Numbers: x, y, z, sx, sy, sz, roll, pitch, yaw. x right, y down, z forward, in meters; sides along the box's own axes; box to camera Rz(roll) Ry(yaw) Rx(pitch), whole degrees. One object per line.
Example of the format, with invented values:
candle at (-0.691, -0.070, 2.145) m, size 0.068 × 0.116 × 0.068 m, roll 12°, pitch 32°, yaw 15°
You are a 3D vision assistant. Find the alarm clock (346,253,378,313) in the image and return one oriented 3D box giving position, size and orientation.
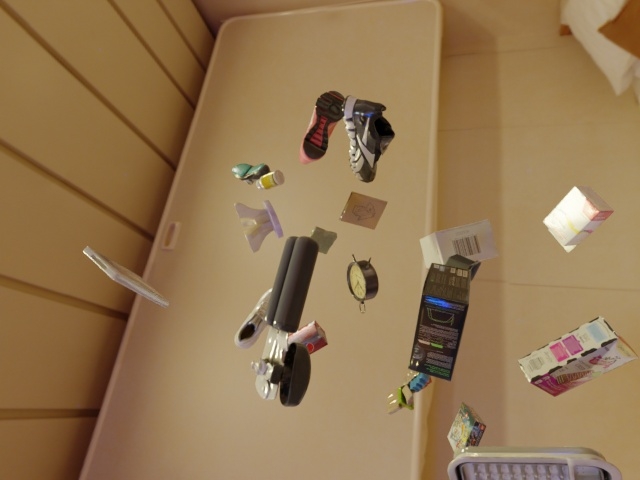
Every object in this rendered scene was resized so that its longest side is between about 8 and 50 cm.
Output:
alarm clock at (0.138, 0.148, 1.304) m, size 0.129 × 0.064 × 0.192 m, roll -148°, pitch 55°, yaw -61°

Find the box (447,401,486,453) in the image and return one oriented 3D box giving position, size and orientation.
box at (0.562, 0.742, 1.556) m, size 0.159 × 0.044 × 0.233 m, roll -65°, pitch -10°, yaw -1°

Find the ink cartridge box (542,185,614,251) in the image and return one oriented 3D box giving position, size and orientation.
ink cartridge box at (0.794, -0.062, 1.268) m, size 0.198 × 0.067 × 0.115 m, roll 108°, pitch 150°, yaw -46°

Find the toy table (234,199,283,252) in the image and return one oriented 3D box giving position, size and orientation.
toy table at (-0.284, -0.080, 1.872) m, size 0.274 × 0.160 × 0.252 m, roll -141°, pitch 31°, yaw -74°

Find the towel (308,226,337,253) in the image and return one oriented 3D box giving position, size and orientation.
towel at (0.000, 0.000, 1.680) m, size 0.148 × 0.110 × 0.027 m, roll 120°, pitch 165°, yaw -49°

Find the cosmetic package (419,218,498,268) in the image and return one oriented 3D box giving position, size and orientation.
cosmetic package at (0.609, 0.028, 1.830) m, size 0.453 × 0.230 × 0.162 m, roll 36°, pitch -140°, yaw -83°

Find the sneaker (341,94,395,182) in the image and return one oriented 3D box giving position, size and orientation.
sneaker at (0.120, -0.220, 0.921) m, size 0.078 × 0.106 × 0.234 m, roll -62°, pitch -30°, yaw -33°

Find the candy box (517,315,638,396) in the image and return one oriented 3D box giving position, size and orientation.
candy box at (0.660, 0.306, 1.035) m, size 0.159 × 0.233 × 0.071 m, roll 31°, pitch -151°, yaw -32°

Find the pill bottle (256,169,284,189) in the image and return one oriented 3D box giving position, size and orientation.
pill bottle at (-0.211, -0.247, 1.667) m, size 0.065 × 0.116 × 0.065 m, roll 24°, pitch -121°, yaw -48°

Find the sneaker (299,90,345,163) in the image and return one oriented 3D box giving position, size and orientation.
sneaker at (-0.008, -0.422, 1.501) m, size 0.314 × 0.116 × 0.136 m, roll -65°, pitch 15°, yaw -17°

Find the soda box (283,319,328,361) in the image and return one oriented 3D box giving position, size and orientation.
soda box at (-0.104, 0.455, 1.721) m, size 0.092 × 0.263 × 0.083 m, roll 55°, pitch -171°, yaw -31°

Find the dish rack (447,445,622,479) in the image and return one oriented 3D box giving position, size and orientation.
dish rack at (0.473, 0.560, 0.902) m, size 0.072 × 0.332 × 0.286 m, roll -61°, pitch -44°, yaw -60°

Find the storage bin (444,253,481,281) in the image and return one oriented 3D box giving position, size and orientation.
storage bin at (0.494, 0.102, 1.420) m, size 0.135 × 0.091 × 0.098 m, roll -8°, pitch -57°, yaw -54°

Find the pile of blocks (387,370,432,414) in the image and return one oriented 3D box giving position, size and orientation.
pile of blocks at (0.471, 0.718, 1.956) m, size 0.362 × 0.112 × 0.149 m, roll -55°, pitch 16°, yaw 11°

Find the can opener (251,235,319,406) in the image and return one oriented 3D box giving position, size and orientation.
can opener at (-0.051, 0.132, 0.685) m, size 0.093 × 0.074 × 0.281 m, roll 15°, pitch -98°, yaw -33°

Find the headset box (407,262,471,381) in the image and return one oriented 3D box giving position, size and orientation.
headset box at (0.372, 0.251, 1.246) m, size 0.246 × 0.131 × 0.283 m, roll -42°, pitch -40°, yaw -61°

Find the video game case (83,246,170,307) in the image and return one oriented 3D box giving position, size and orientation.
video game case at (-0.534, 0.103, 1.114) m, size 0.023 × 0.183 × 0.201 m, roll -54°, pitch -35°, yaw -14°

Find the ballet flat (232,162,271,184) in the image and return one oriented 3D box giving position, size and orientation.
ballet flat at (-0.333, -0.317, 1.954) m, size 0.095 × 0.280 × 0.096 m, roll -50°, pitch -54°, yaw -22°

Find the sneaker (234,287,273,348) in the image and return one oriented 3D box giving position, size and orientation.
sneaker at (-0.242, 0.318, 1.656) m, size 0.297 × 0.111 × 0.129 m, roll -57°, pitch -2°, yaw -17°

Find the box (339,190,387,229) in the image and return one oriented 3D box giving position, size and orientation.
box at (0.215, -0.149, 2.015) m, size 0.021 × 0.201 × 0.164 m, roll -108°, pitch 37°, yaw -56°
